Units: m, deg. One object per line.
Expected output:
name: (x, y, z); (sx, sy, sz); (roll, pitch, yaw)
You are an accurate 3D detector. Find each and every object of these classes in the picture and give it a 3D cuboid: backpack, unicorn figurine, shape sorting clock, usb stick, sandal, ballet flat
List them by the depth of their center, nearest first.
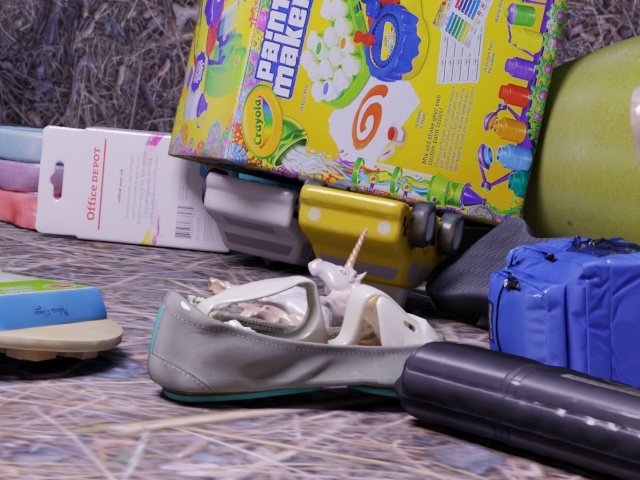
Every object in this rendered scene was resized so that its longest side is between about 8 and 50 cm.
usb stick: (0.156, 0.095, 0.815); (0.278, 0.045, 0.077); (12, 2, 44)
ballet flat: (0.008, 0.055, 0.926); (0.213, 0.068, 0.072); (3, 7, -27)
shape sorting clock: (-0.218, 0.040, 0.972); (0.206, 0.040, 0.206); (7, 3, 0)
backpack: (0.154, 0.043, 1.039); (0.101, 0.098, 0.120); (0, 8, -15)
unicorn figurine: (-0.020, 0.044, 1.100); (0.111, 0.060, 0.162); (6, 22, -7)
sandal: (0.144, 0.036, 1.249); (0.097, 0.054, 0.254); (-37, 10, -4)

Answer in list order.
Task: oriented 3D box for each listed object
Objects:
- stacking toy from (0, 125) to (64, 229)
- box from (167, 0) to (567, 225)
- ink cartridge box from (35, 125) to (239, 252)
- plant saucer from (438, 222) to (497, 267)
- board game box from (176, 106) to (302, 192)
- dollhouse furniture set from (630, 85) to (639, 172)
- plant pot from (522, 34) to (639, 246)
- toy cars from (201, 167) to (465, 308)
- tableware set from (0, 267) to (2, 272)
stacking toy: (-0.368, -0.092, 1.631); (0.309, 0.130, 0.279); (9, 7, 29)
box: (0.047, -0.183, 1.461); (0.279, 0.290, 0.177); (13, -1, -22)
ink cartridge box: (-0.168, -0.051, 1.552); (0.181, 0.104, 0.061); (6, 6, -2)
plant saucer: (0.080, -0.013, 1.703); (0.311, 0.050, 0.310); (5, 7, -1)
board game box: (0.045, -0.085, 1.745); (0.336, 0.079, 0.254); (8, 6, 15)
dollhouse furniture set: (0.361, -0.060, 0.810); (0.356, 0.173, 0.303); (-8, 11, 27)
plant pot: (0.294, -0.069, 1.487); (0.275, 0.274, 0.293); (0, 3, -42)
toy cars: (0.000, 0.000, 1.377); (0.176, 0.087, 0.394); (13, -1, -24)
tableware set: (-0.318, 0.011, 1.251); (0.141, 0.020, 0.169); (0, 9, -27)
